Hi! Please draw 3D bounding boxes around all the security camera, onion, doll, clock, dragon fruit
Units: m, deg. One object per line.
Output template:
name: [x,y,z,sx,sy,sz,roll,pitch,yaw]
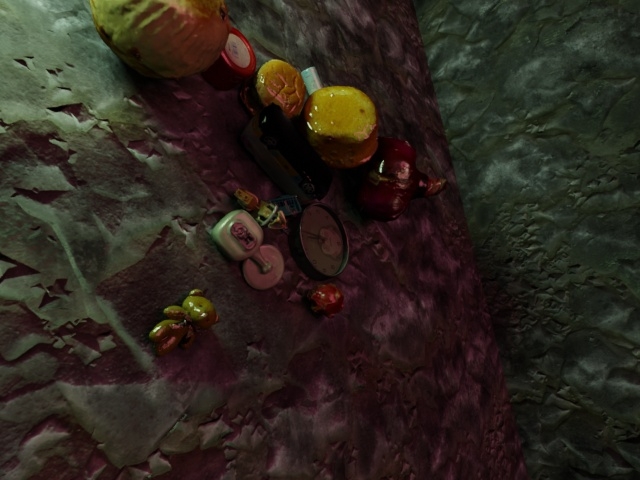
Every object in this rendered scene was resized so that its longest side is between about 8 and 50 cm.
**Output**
security camera: [-0.220,0.039,1.504,0.157,0.080,0.302,-49,118,-23]
onion: [0.369,-0.263,2.114,0.419,0.398,0.399,13,61,-12]
doll: [-0.368,0.231,1.261,0.209,0.097,0.137,-44,117,-44]
clock: [-0.001,0.001,1.837,0.318,0.066,0.319,22,61,-45]
dragon fruit: [0.024,0.222,1.727,0.165,0.133,0.136,29,62,-45]

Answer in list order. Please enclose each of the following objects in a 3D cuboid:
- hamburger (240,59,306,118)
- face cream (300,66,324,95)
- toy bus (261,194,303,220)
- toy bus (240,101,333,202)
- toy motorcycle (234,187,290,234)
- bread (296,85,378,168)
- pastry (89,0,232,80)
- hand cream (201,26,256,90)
hamburger: [-0.175,-0.557,1.749,0.244,0.162,0.245,21,62,-47]
face cream: [-0.012,-0.656,2.066,0.075,0.075,0.230,-33,102,-52]
toy bus: [-0.146,-0.116,1.685,0.160,0.079,0.092,-17,89,-51]
toy bus: [-0.133,-0.308,1.705,0.386,0.162,0.171,48,41,-29]
toy motorcycle: [-0.191,-0.100,1.534,0.229,0.130,0.094,37,86,-1]
bread: [0.082,-0.477,1.913,0.357,0.204,0.337,3,74,-9]
pastry: [-0.456,-0.641,1.305,0.388,0.312,0.389,43,37,-45]
hand cream: [-0.331,-0.640,1.617,0.193,0.125,0.193,27,54,-45]
